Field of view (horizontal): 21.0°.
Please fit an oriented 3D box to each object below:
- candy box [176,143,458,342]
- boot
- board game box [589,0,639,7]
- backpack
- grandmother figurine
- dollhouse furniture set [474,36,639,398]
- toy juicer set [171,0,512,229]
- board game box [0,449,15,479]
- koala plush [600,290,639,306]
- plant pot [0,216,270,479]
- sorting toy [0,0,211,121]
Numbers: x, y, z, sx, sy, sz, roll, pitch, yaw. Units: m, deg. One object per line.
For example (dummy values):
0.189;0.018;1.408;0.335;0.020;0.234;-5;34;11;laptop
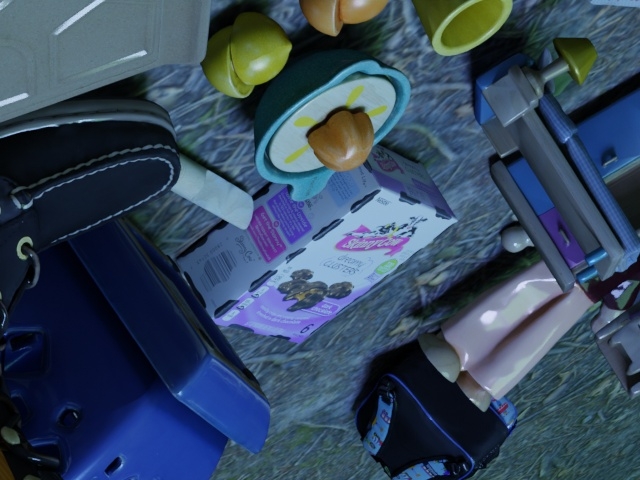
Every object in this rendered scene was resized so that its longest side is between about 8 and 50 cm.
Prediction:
0.000;0.000;1.523;0.196;0.070;0.165;-38;155;17;candy box
-0.224;0.075;1.138;0.377;0.284;0.138;-20;154;-22;boot
0.336;-0.304;1.293;0.224;0.097;0.303;-1;141;-47;board game box
0.124;0.214;1.990;0.117;0.158;0.173;-38;170;-31;backpack
0.275;0.041;1.860;0.342;0.104;0.208;-41;139;8;grandmother figurine
0.292;-0.043;1.515;0.198;0.286;0.303;-31;168;0;dollhouse furniture set
-0.018;-0.093;1.297;0.209;0.089;0.329;1;142;-51;toy juicer set
-0.401;0.083;0.861;0.356;0.356;0.356;-30;157;-2;board game box
0.437;0.046;2.013;0.196;0.203;0.221;-39;167;18;koala plush
-0.183;0.110;1.335;0.212;0.236;0.236;-37;156;0;plant pot
-0.171;-0.175;1.027;0.229;0.041;0.307;-18;153;-18;sorting toy
